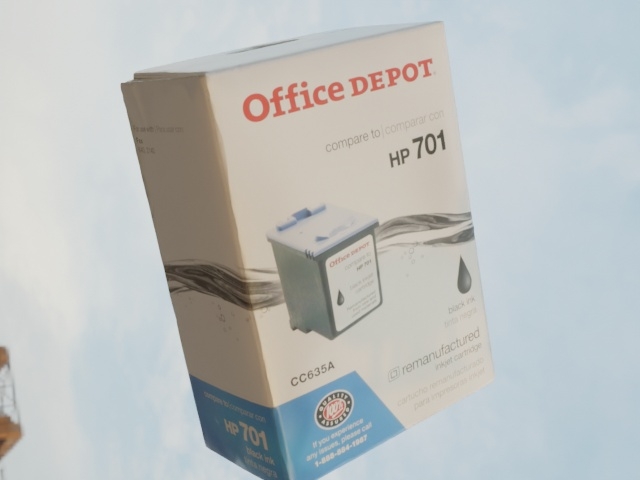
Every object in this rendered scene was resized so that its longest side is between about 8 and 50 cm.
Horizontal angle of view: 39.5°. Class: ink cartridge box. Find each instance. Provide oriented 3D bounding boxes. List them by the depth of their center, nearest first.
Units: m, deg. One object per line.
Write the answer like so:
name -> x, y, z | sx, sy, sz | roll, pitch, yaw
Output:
ink cartridge box -> 0.000, 0.000, 0.436 | 0.082, 0.140, 0.190 | 12, -63, 52
